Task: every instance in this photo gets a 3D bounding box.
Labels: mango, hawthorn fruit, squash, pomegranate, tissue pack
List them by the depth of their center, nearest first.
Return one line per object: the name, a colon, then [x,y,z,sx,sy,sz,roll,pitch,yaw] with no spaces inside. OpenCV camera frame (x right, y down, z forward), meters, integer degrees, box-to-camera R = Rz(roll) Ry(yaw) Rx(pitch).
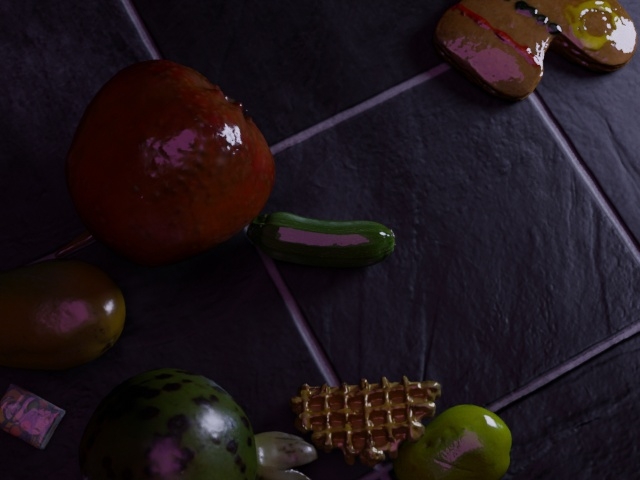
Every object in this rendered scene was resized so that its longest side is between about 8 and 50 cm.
pomegranate: [-0.150,0.288,1.117,0.306,0.242,0.242,14,73,-3]
mango: [0.184,0.296,1.207,0.163,0.089,0.117,-36,83,1]
hawthorn fruit: [-0.236,-0.084,1.216,0.330,0.287,0.287,-42,78,-2]
tissue pack: [-0.406,0.244,1.226,0.083,0.035,0.063,28,74,5]
mango: [-0.397,0.103,1.228,0.251,0.114,0.156,-2,80,-3]
squash: [0.000,0.000,1.295,0.219,0.068,0.077,8,89,0]

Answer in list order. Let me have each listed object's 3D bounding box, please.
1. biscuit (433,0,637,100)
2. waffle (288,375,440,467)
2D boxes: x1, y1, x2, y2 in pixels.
biscuit: [0.348,-0.332,1.416,0.277,0.052,0.262,-41,78,-13]
waffle: [0.056,0.227,1.215,0.192,0.046,0.160,23,59,27]
